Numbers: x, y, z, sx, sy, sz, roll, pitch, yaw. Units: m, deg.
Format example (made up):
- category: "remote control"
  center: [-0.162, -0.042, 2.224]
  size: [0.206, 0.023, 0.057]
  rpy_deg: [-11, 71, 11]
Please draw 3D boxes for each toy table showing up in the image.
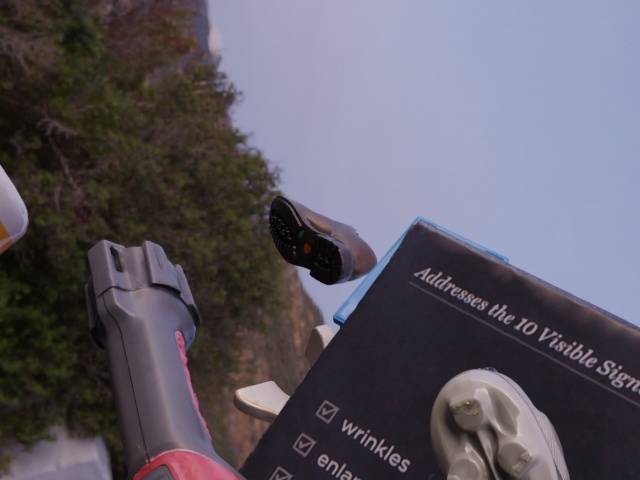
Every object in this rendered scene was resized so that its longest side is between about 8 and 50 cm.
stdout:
- category: "toy table"
  center: [0.010, 0.276, 1.386]
  size: [0.161, 0.274, 0.252]
  rpy_deg: [54, -51, 38]

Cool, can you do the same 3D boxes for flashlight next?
- category: "flashlight"
  center: [-0.098, 0.129, 0.603]
  size: [0.304, 0.103, 0.103]
  rpy_deg: [-117, -144, -47]

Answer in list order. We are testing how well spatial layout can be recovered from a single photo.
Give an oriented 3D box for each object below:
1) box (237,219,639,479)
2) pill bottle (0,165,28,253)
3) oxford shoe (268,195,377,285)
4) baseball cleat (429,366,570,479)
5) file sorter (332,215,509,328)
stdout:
- category: "box"
  center: [0.158, 0.319, 0.625]
  size: [0.479, 0.472, 0.297]
  rpy_deg: [29, -14, 32]
- category: "pill bottle"
  center: [-0.341, 0.013, 0.540]
  size: [0.162, 0.278, 0.162]
  rpy_deg: [41, -22, 21]
- category: "oxford shoe"
  center: [0.000, 0.000, 1.267]
  size: [0.227, 0.096, 0.083]
  rpy_deg: [41, -56, 45]
- category: "baseball cleat"
  center: [0.113, 0.161, 0.424]
  size: [0.109, 0.072, 0.206]
  rpy_deg: [8, 68, -65]
- category: "file sorter"
  center: [0.113, 0.082, 0.969]
  size: [0.118, 0.170, 0.104]
  rpy_deg: [28, -32, 25]
